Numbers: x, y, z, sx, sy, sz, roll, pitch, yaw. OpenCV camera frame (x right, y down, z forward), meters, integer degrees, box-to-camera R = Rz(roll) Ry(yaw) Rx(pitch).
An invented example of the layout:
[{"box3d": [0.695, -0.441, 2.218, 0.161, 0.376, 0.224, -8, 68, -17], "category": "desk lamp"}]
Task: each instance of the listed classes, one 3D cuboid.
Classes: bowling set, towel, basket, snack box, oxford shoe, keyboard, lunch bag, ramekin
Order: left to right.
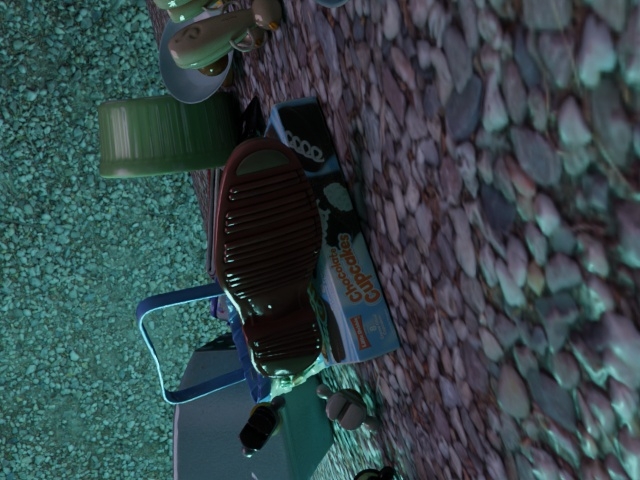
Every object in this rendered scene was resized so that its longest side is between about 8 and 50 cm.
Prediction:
[{"box3d": [-0.316, -0.226, 1.390, 0.303, 0.303, 0.148, -148, 51, -70], "category": "ramekin"}, {"box3d": [-0.144, -0.339, 0.954, 0.200, 0.154, 0.287, 55, -168, -71], "category": "bowling set"}, {"box3d": [-0.223, -0.016, 1.515, 0.329, 0.037, 0.237, 87, -177, -80], "category": "towel"}, {"box3d": [-0.127, 0.144, 1.052, 0.255, 0.288, 0.201, 88, 165, -48], "category": "basket"}, {"box3d": [-0.167, 0.093, 1.394, 0.219, 0.090, 0.176, 74, -154, -82], "category": "lunch bag"}, {"box3d": [-0.127, -0.199, 1.233, 0.192, 0.038, 0.100, 180, 97, -77], "category": "keyboard"}, {"box3d": [-0.072, 0.014, 0.798, 0.130, 0.122, 0.348, -116, 20, -47], "category": "oxford shoe"}, {"box3d": [0.000, 0.000, 0.865, 0.187, 0.060, 0.322, 132, 121, -73], "category": "snack box"}]

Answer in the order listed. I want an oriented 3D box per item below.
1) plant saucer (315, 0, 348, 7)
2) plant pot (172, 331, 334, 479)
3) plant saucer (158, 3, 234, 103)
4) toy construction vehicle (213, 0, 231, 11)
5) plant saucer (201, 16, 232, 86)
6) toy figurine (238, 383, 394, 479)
[{"box3d": [0.000, -0.345, 0.503, 0.317, 0.043, 0.318, 164, 90, -76], "category": "plant saucer"}, {"box3d": [-0.134, 0.307, 1.263, 0.248, 0.247, 0.253, -19, -77, -73], "category": "plant pot"}, {"box3d": [-0.221, -0.349, 1.232, 0.194, 0.037, 0.195, 1, 92, 35], "category": "plant saucer"}, {"box3d": [-0.172, -0.438, 1.120, 0.086, 0.035, 0.098, 26, 135, 57], "category": "toy construction vehicle"}, {"box3d": [-0.221, -0.405, 1.333, 0.200, 0.037, 0.200, 163, 90, -76], "category": "plant saucer"}, {"box3d": [-0.007, 0.321, 0.970, 0.148, 0.212, 0.210, 56, -162, -80], "category": "toy figurine"}]
